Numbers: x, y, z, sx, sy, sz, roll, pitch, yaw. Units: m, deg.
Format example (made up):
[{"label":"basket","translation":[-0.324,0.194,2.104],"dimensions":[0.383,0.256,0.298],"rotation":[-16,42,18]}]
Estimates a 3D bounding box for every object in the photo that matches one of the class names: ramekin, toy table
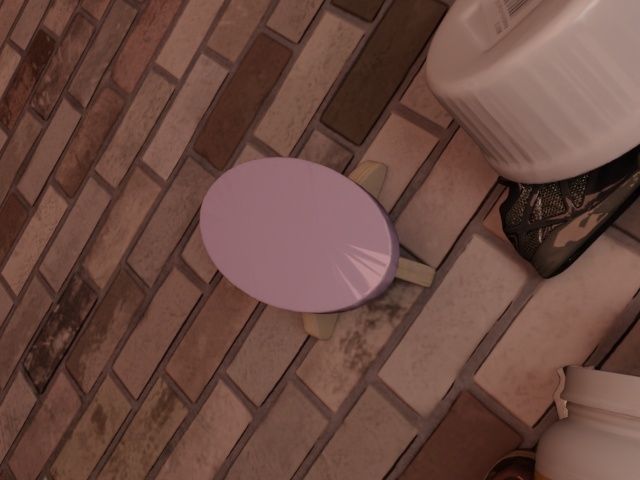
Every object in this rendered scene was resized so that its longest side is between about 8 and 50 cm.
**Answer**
[{"label":"ramekin","translation":[0.235,-0.206,0.599],"dimensions":[0.277,0.135,0.277],"rotation":[-42,27,27]},{"label":"toy table","translation":[0.000,0.000,0.769],"dimensions":[0.274,0.161,0.252],"rotation":[32,98,32]}]

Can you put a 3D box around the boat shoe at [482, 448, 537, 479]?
[{"label":"boat shoe","translation":[0.149,0.379,0.623],"dimensions":[0.123,0.123,0.342],"rotation":[29,96,33]}]

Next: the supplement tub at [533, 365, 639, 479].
[{"label":"supplement tub","translation":[0.286,0.276,0.492],"dimensions":[0.228,0.228,0.316],"rotation":[4,80,32]}]

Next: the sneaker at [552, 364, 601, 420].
[{"label":"sneaker","translation":[0.270,0.185,0.643],"dimensions":[0.044,0.040,0.109],"rotation":[2,78,49]}]

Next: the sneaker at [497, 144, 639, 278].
[{"label":"sneaker","translation":[0.282,-0.080,0.653],"dimensions":[0.130,0.087,0.227],"rotation":[49,112,22]}]
